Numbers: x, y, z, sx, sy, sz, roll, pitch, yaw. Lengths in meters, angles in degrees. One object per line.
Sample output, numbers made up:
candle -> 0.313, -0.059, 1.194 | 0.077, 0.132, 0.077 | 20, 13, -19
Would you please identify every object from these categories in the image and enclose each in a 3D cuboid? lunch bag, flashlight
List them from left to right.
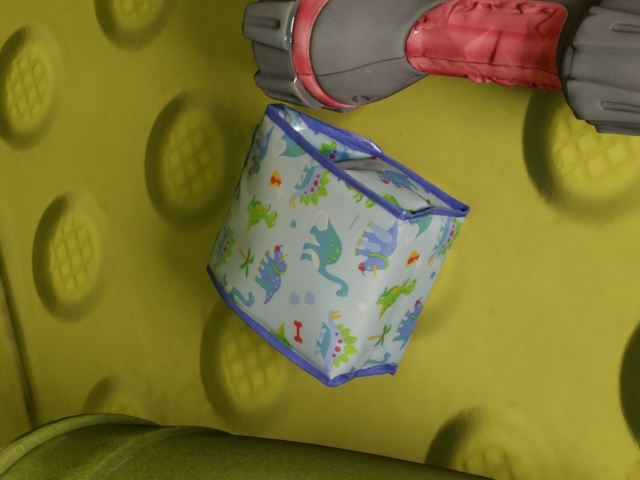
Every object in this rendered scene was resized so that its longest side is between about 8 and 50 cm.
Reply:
lunch bag -> 0.000, 0.000, 0.957 | 0.151, 0.096, 0.129 | 33, 110, 30
flashlight -> 0.088, -0.111, 0.874 | 0.304, 0.103, 0.103 | 16, 95, 45

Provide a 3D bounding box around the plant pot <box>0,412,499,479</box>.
plant pot -> 0.023, 0.262, 0.772 | 0.353, 0.366, 0.367 | -8, 81, 32
